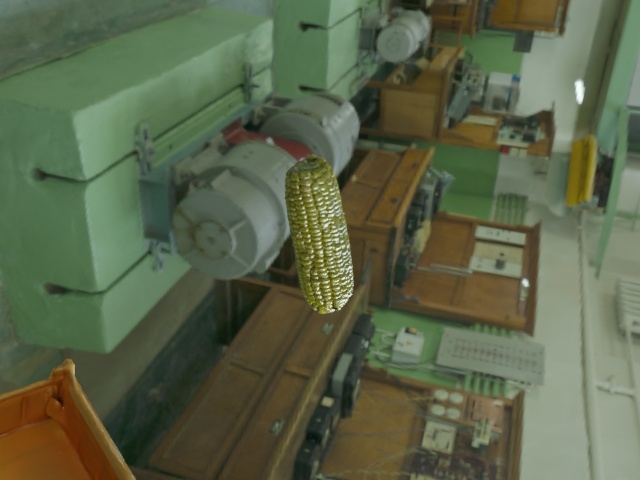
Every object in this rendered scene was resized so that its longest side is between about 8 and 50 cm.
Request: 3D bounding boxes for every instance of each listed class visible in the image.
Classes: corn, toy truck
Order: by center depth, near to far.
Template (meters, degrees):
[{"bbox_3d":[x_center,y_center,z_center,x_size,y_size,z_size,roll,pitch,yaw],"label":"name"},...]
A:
[{"bbox_3d":[-0.147,0.214,0.410,0.114,0.270,0.135,-18,141,-40],"label":"toy truck"},{"bbox_3d":[0.000,0.000,0.877,0.080,0.080,0.238,-61,149,-51],"label":"corn"}]
